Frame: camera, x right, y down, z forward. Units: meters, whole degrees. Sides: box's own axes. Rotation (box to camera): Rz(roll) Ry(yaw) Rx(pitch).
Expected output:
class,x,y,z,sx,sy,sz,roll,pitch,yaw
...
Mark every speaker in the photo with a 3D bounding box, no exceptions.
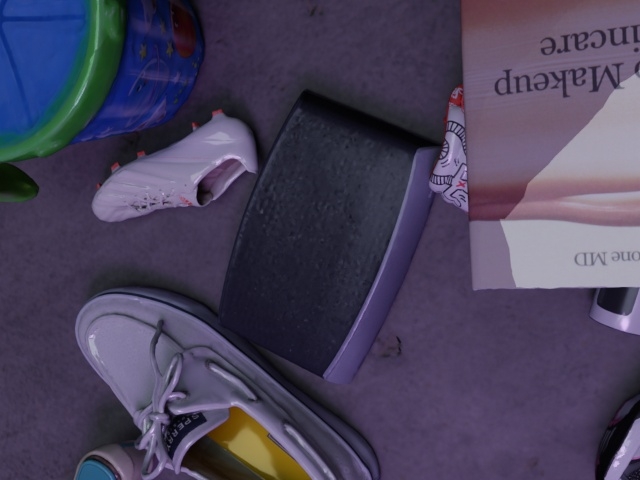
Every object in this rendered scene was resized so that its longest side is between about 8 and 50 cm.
class,x,y,z,sx,sy,sz,roll,pitch,yaw
speaker,0.269,0.007,0.614,0.055,0.055,0.136,17,102,18

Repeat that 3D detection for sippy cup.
class,x,y,z,sx,sy,sz,roll,pitch,yaw
sippy cup,-0.230,-0.188,0.684,0.306,0.224,0.240,-20,88,21

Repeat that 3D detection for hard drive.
class,x,y,z,sx,sy,sz,roll,pitch,yaw
hard drive,0.000,0.000,0.711,0.172,0.054,0.254,25,104,16

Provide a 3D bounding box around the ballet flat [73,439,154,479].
class,x,y,z,sx,sy,sz,roll,pitch,yaw
ballet flat,-0.251,0.320,0.827,0.086,0.086,0.248,34,111,14

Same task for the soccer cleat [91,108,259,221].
class,x,y,z,sx,sy,sz,roll,pitch,yaw
soccer cleat,-0.151,-0.058,0.751,0.196,0.068,0.076,-27,71,17

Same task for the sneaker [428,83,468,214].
class,x,y,z,sx,sy,sz,roll,pitch,yaw
sneaker,0.194,-0.128,0.607,0.145,0.090,0.270,31,108,12

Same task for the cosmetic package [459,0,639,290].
class,x,y,z,sx,sy,sz,roll,pitch,yaw
cosmetic package,0.178,-0.117,0.498,0.153,0.129,0.296,-4,90,24

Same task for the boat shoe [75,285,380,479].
class,x,y,z,sx,sy,sz,roll,pitch,yaw
boat shoe,-0.122,0.174,0.720,0.367,0.156,0.135,35,106,13

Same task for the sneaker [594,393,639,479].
class,x,y,z,sx,sy,sz,roll,pitch,yaw
sneaker,0.295,0.154,0.612,0.077,0.072,0.178,29,106,14
